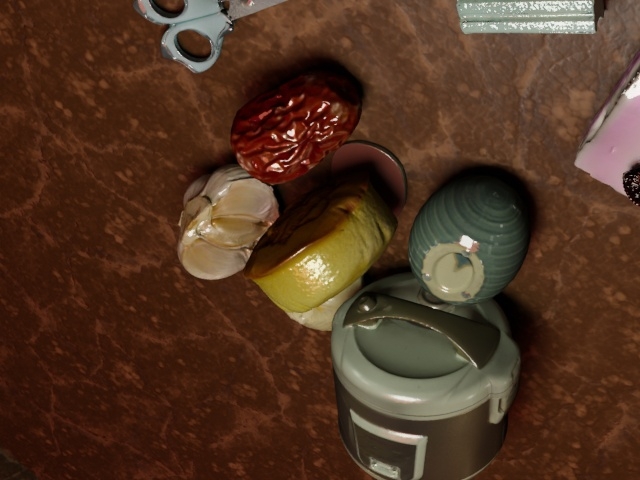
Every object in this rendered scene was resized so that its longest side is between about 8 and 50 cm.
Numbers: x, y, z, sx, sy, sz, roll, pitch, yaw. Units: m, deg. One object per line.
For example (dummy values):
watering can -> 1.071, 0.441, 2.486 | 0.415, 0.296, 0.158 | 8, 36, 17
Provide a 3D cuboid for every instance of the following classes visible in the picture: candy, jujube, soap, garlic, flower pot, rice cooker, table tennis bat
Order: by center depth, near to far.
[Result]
soap -> 0.285, -0.346, 1.633 | 0.198, 0.063, 0.114 | 6, 131, 27
candy -> 0.478, -0.177, 1.641 | 0.155, 0.116, 0.265 | 29, 138, 3
jujube -> -0.040, -0.189, 1.922 | 0.155, 0.155, 0.230 | 46, 128, -15
flower pot -> 0.241, 0.003, 1.931 | 0.189, 0.157, 0.243 | 26, 140, 5
table tennis bat -> 0.085, -0.071, 2.059 | 0.138, 0.022, 0.246 | 16, 134, 20
rice cooker -> 0.180, 0.240, 2.074 | 0.335, 0.335, 0.325 | 14, 135, 19
garlic -> -0.178, -0.044, 2.157 | 0.178, 0.143, 0.229 | 14, 113, -37

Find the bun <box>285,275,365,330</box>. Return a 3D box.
bun -> -0.019, 0.085, 2.190 | 0.222, 0.127, 0.222 | 17, 140, 15

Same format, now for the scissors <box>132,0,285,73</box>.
scissors -> -0.141, -0.371, 1.894 | 0.360, 0.029, 0.191 | -5, 126, 35

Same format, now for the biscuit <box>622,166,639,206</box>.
biscuit -> 0.465, -0.075, 1.644 | 0.087, 0.027, 0.089 | 38, 145, -11

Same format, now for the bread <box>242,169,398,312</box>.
bread -> 0.000, 0.000, 1.976 | 0.148, 0.270, 0.270 | 49, 136, -13
